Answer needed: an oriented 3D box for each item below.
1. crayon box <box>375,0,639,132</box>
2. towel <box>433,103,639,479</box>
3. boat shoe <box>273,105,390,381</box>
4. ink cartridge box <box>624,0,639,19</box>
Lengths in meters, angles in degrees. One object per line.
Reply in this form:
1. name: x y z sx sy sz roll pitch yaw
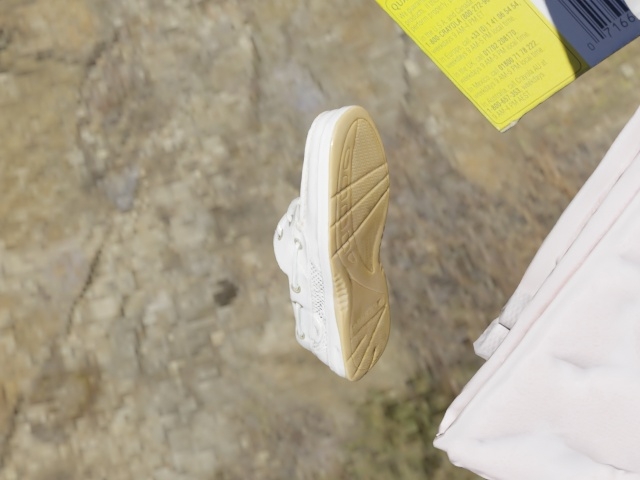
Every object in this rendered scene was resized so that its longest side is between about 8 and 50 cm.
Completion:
1. crayon box: 0.075 -0.238 1.044 0.318 0.081 0.202 46 137 -10
2. towel: 0.239 0.012 0.458 0.332 0.053 0.317 22 135 -10
3. boat shoe: 0.000 0.000 1.601 0.098 0.096 0.277 -38 137 -42
4. ink cartridge box: 0.219 -0.254 0.854 0.296 0.261 0.066 -18 162 -26
